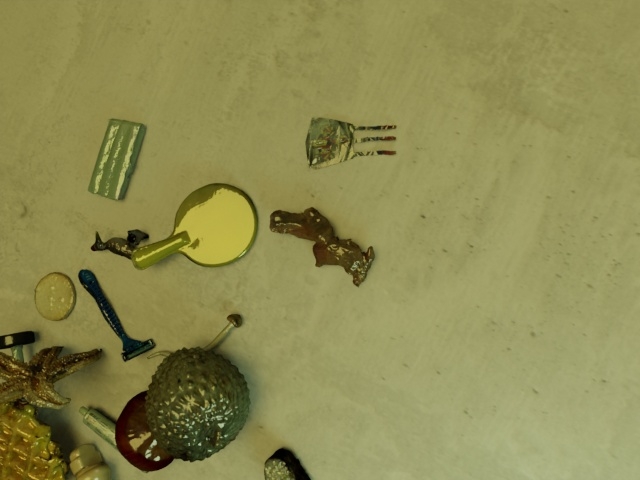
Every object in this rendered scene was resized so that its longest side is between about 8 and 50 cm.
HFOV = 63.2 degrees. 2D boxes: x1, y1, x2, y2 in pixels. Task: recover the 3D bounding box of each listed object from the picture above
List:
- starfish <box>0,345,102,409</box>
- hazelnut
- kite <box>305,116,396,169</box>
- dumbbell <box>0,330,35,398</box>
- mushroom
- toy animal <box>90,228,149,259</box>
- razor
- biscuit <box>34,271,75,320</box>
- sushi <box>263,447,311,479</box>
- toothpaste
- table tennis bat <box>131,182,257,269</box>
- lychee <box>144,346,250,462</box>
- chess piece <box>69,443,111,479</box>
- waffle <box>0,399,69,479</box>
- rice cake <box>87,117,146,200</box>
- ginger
[{"bbox_3d":[-0.776,0.363,1.409,0.311,0.303,0.113,3,113,-5],"label":"starfish"},{"bbox_3d":[-0.451,0.495,1.377,0.170,0.161,0.202,1,48,5],"label":"hazelnut"},{"bbox_3d":[0.074,-0.255,1.340,0.245,0.015,0.141,1,88,18],"label":"kite"},{"bbox_3d":[-0.889,0.370,1.534,0.100,0.100,0.191,-13,82,15],"label":"dumbbell"},{"bbox_3d":[-0.337,0.285,1.410,0.306,0.043,0.068,-29,61,14],"label":"mushroom"},{"bbox_3d":[-0.572,0.017,1.486,0.202,0.070,0.105,-2,104,13],"label":"toy animal"},{"bbox_3d":[-0.605,0.211,1.489,0.324,0.093,0.056,47,134,18],"label":"razor"},{"bbox_3d":[-0.801,0.169,1.564,0.151,0.020,0.152,-1,86,16],"label":"biscuit"},{"bbox_3d":[-0.079,0.596,1.285,0.090,0.078,0.150,-41,77,16],"label":"sushi"},{"bbox_3d":[-0.573,0.546,1.453,0.268,0.047,0.069,31,76,14],"label":"toothpaste"},{"bbox_3d":[-0.343,-0.013,1.413,0.368,0.054,0.224,-25,82,4],"label":"table tennis bat"},{"bbox_3d":[-0.305,0.400,1.286,0.274,0.255,0.255,37,97,37],"label":"lychee"},{"bbox_3d":[-0.573,0.735,1.398,0.117,0.117,0.397,-37,70,11],"label":"chess piece"},{"bbox_3d":[-0.896,0.600,1.472,0.379,0.095,0.382,-22,100,19],"label":"waffle"},{"bbox_3d":[-0.596,-0.239,1.524,0.127,0.043,0.237,16,91,16],"label":"rice cake"},{"bbox_3d":[0.002,0.001,1.317,0.290,0.084,0.122,32,117,13],"label":"ginger"}]
